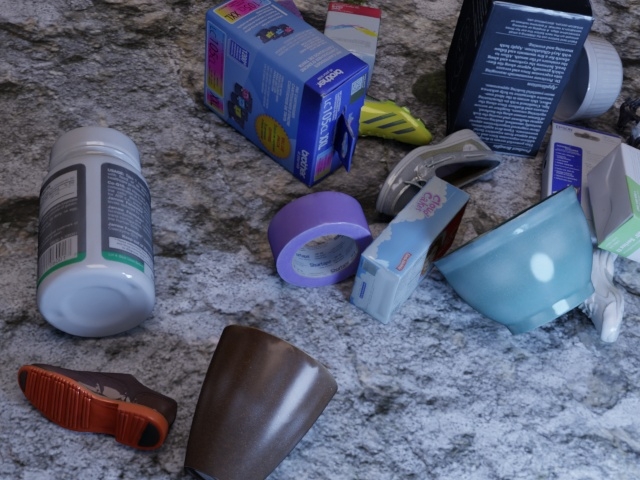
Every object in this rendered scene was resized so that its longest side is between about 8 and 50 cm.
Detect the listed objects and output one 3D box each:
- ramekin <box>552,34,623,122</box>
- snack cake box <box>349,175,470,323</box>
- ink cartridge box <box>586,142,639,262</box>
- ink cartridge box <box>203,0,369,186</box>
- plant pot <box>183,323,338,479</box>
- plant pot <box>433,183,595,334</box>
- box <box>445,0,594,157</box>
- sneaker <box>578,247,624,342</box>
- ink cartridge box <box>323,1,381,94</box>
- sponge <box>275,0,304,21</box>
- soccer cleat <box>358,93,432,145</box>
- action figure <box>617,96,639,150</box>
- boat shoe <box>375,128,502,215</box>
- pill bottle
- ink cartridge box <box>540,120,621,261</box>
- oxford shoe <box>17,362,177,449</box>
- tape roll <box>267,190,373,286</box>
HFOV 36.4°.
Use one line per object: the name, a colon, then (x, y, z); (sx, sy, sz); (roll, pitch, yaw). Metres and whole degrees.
ramekin: (0.595, -0.372, 2.227); (0.109, 0.207, 0.207); (-2, 50, -22)
snack cake box: (0.171, 0.015, 1.861); (0.089, 0.152, 0.264); (31, 52, 18)
ink cartridge box: (0.729, -0.037, 1.978); (0.353, 0.119, 0.207); (19, 48, -16)
ink cartridge box: (-0.056, -0.302, 2.015); (0.395, 0.270, 0.151); (37, 56, 21)
plant pot: (-0.117, 0.289, 1.569); (0.215, 0.215, 0.230); (24, 65, 11)
plant pot: (0.384, 0.052, 1.806); (0.293, 0.293, 0.196); (-27, 86, -28)
box: (0.414, -0.426, 2.110); (0.211, 0.395, 0.294); (8, 50, -4)
sneaker: (0.518, 0.107, 1.892); (0.115, 0.090, 0.232); (1, 41, 1)
ink cartridge box: (0.064, -0.439, 2.242); (0.127, 0.128, 0.176); (9, 49, -1)
sponge: (-0.146, -0.523, 2.344); (0.210, 0.031, 0.117); (-13, 53, -19)
soccer cleat: (0.106, -0.266, 2.149); (0.289, 0.093, 0.121); (29, 82, 9)
action figure: (0.743, -0.211, 2.152); (0.164, 0.141, 0.276); (12, 47, -14)
boat shoe: (0.244, -0.133, 2.024); (0.320, 0.118, 0.103); (-28, 55, -36)
pill bottle: (-0.408, -0.024, 1.770); (0.204, 0.204, 0.361); (-2, 51, -10)
ink cartridge box: (0.559, -0.110, 2.086); (0.165, 0.065, 0.333); (14, 51, 3)
oxford shoe: (-0.370, 0.262, 1.624); (0.271, 0.097, 0.098); (22, 30, 4)
tape roll: (0.000, 0.000, 1.823); (0.189, 0.189, 0.080); (-7, 51, -15)
